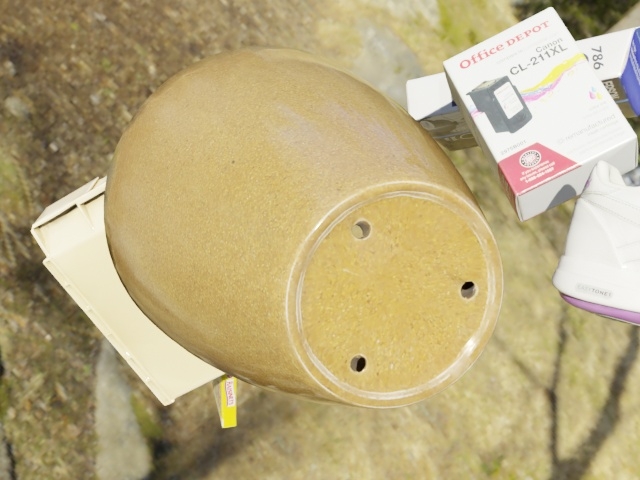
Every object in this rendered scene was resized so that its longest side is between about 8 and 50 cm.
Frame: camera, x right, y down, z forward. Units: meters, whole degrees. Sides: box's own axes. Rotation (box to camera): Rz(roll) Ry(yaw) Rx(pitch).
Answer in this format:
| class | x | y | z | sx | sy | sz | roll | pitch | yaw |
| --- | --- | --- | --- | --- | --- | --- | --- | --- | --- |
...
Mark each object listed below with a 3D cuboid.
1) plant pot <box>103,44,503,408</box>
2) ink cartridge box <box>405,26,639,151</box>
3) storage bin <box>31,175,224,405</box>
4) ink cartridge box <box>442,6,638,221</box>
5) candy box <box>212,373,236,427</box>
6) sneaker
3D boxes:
| class | x | y | z | sx | sy | sz | roll | pitch | yaw |
| --- | --- | --- | --- | --- | --- | --- | --- | --- | --- |
| plant pot | 0.000 | 0.000 | 0.575 | 0.237 | 0.237 | 0.254 | 42 | -4 | -21 |
| ink cartridge box | 0.293 | -0.190 | 1.198 | 0.165 | 0.333 | 0.065 | 21 | 61 | -61 |
| storage bin | -0.130 | 0.010 | 1.026 | 0.260 | 0.262 | 0.123 | 55 | 19 | -21 |
| ink cartridge box | 0.217 | -0.127 | 0.939 | 0.175 | 0.128 | 0.072 | 66 | 7 | 26 |
| candy box | -0.142 | 0.163 | 1.371 | 0.027 | 0.205 | 0.105 | -6 | 32 | -15 |
| sneaker | 0.324 | 0.005 | 0.702 | 0.305 | 0.152 | 0.114 | 11 | -2 | 37 |
